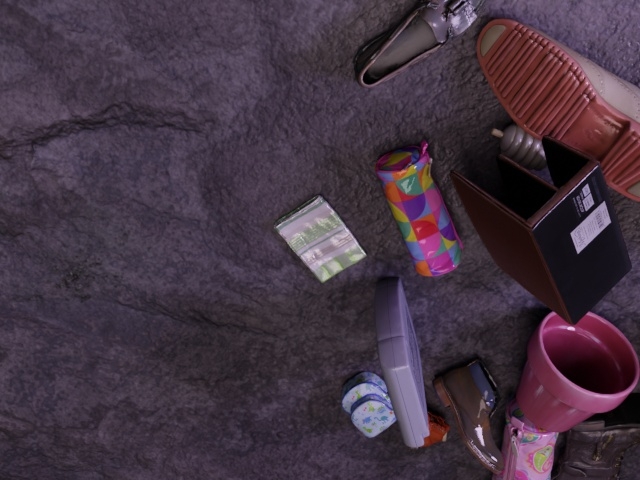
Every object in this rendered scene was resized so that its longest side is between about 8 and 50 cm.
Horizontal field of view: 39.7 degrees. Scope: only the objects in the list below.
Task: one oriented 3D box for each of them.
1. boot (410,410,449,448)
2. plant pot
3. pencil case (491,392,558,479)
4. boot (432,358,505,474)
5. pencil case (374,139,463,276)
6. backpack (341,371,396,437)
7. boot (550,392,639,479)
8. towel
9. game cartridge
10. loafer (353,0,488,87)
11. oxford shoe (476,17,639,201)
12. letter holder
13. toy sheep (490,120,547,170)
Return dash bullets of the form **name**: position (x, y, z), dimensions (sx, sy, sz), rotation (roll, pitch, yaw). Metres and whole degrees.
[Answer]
- **boot**: position (0.217, 0.364, 1.785), dimensions (0.085, 0.059, 0.158), rotation (-6, 141, 5)
- **plant pot**: position (0.459, 0.256, 1.650), dimensions (0.201, 0.201, 0.180), rotation (18, 134, -4)
- **pencil case**: position (0.408, 0.448, 1.782), dimensions (0.124, 0.124, 0.284), rotation (5, 121, 3)
- **boot**: position (0.317, 0.339, 1.720), dimensions (0.106, 0.082, 0.219), rotation (-38, 77, 20)
- **pencil case**: position (0.177, -0.053, 1.559), dimensions (0.104, 0.104, 0.236), rotation (-16, 116, 14)
- **backpack**: position (0.100, 0.327, 1.774), dimensions (0.105, 0.084, 0.114), rotation (-41, 103, 20)
- **boot**: position (0.595, 0.421, 1.782), dimensions (0.263, 0.091, 0.229), rotation (0, 123, 11)
- **towel**: position (0.000, 0.000, 1.646), dimensions (0.113, 0.023, 0.152), rotation (-31, 111, 21)
- **game cartridge**: position (0.142, 0.199, 1.581), dimensions (0.062, 0.297, 0.198), rotation (-17, 114, 10)
- **loafer**: position (0.166, -0.330, 1.418), dimensions (0.267, 0.084, 0.096), rotation (-37, 109, 22)
- **oxford shoe**: position (0.424, -0.224, 1.435), dimensions (0.397, 0.146, 0.140), rotation (43, 134, 2)
- **letter holder**: position (0.367, -0.035, 1.487), dimensions (0.152, 0.214, 0.302), rotation (-43, 136, -6)
- **toy sheep**: position (0.347, -0.164, 1.489), dimensions (0.132, 0.091, 0.091), rotation (20, 118, -5)
